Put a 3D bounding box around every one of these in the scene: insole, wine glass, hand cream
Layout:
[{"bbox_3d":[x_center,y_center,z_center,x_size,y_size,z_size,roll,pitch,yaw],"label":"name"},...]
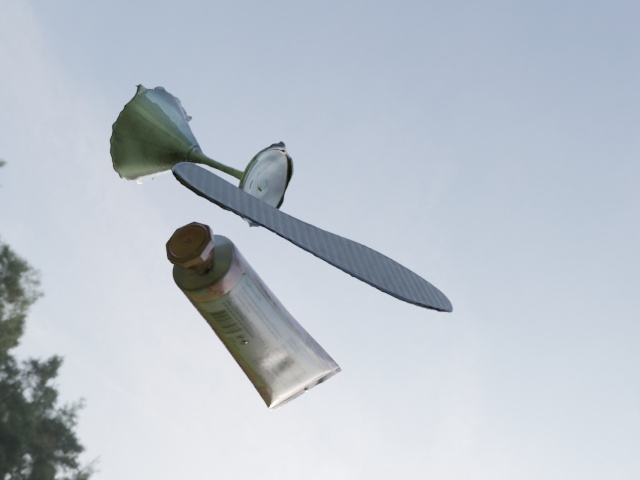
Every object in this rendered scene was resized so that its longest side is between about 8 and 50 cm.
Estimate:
[{"bbox_3d":[0.000,0.000,0.533,0.253,0.086,0.005,26,-73,-13],"label":"insole"},{"bbox_3d":[-0.129,-0.089,0.747,0.183,0.122,0.122,24,-54,27],"label":"wine glass"},{"bbox_3d":[-0.044,0.061,0.480,0.043,0.067,0.209,56,-4,42],"label":"hand cream"}]
